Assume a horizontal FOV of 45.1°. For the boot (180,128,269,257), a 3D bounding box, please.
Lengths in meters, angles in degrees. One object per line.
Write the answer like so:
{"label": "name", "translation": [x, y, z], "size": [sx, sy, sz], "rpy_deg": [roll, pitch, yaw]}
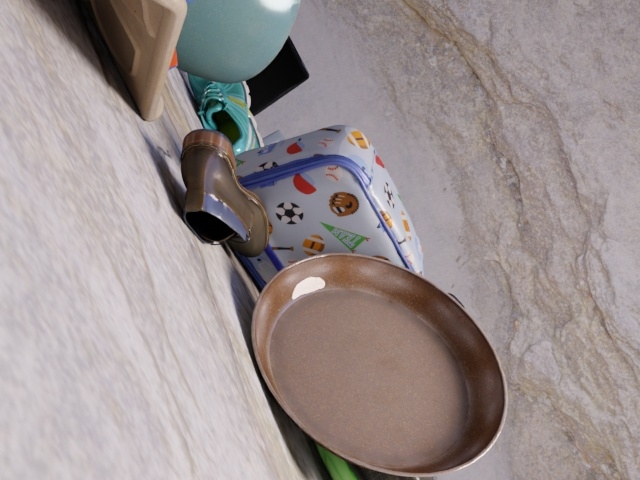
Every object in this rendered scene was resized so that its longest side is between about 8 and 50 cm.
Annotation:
{"label": "boot", "translation": [-0.116, -0.019, 0.910], "size": [0.219, 0.082, 0.106], "rpy_deg": [66, 21, -50]}

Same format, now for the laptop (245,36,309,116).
{"label": "laptop", "translation": [-0.206, -0.485, 1.925], "size": [0.381, 0.237, 0.408], "rpy_deg": [63, 2, -1]}

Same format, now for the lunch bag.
{"label": "lunch bag", "translation": [0.000, 0.000, 1.064], "size": [0.114, 0.243, 0.303], "rpy_deg": [-81, 149, -50]}

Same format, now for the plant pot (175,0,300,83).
{"label": "plant pot", "translation": [-0.195, -0.378, 1.094], "size": [0.196, 0.290, 0.290], "rpy_deg": [-5, 62, -48]}

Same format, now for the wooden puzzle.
{"label": "wooden puzzle", "translation": [-0.213, -0.315, 0.773], "size": [0.322, 0.081, 0.348], "rpy_deg": [63, -15, 1]}

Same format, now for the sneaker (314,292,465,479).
{"label": "sneaker", "translation": [0.119, 0.196, 1.007], "size": [0.185, 0.202, 0.482], "rpy_deg": [51, 22, -15]}

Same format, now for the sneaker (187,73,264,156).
{"label": "sneaker", "translation": [-0.186, -0.254, 1.465], "size": [0.275, 0.107, 0.110], "rpy_deg": [63, 12, 21]}

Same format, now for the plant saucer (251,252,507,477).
{"label": "plant saucer", "translation": [0.065, 0.141, 0.889], "size": [0.310, 0.311, 0.050], "rpy_deg": [64, -36, 38]}

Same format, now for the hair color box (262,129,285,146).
{"label": "hair color box", "translation": [-0.062, -0.094, 2.096], "size": [0.374, 0.114, 0.185], "rpy_deg": [63, 3, 23]}
